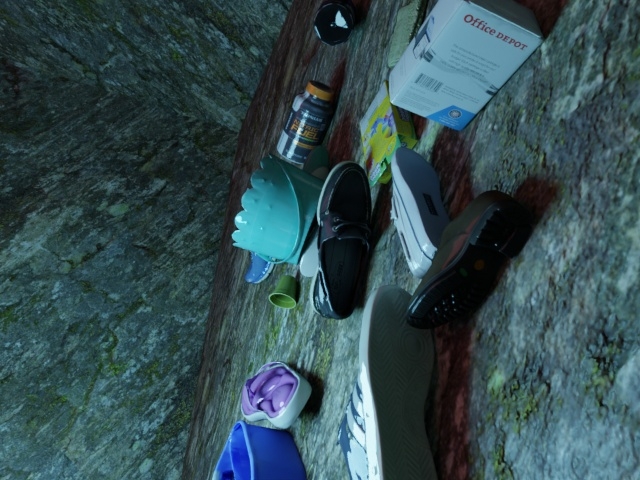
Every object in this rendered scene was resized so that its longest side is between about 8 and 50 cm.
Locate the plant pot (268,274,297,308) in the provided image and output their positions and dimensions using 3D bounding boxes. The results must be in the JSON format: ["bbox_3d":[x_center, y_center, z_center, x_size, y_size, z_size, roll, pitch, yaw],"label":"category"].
[{"bbox_3d":[-0.103,0.147,1.450,0.083,0.083,0.079,-51,20,51],"label":"plant pot"}]

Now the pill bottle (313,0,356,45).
[{"bbox_3d":[0.049,-0.692,1.518,0.219,0.122,0.123,-79,14,-55],"label":"pill bottle"}]

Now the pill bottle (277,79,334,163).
[{"bbox_3d":[-0.041,-0.379,1.559,0.131,0.130,0.246,-103,33,-54],"label":"pill bottle"}]

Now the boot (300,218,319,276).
[{"bbox_3d":[0.000,0.000,1.284,0.190,0.069,0.086,-62,15,15],"label":"boot"}]

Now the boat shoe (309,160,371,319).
[{"bbox_3d":[0.053,0.005,1.021,0.113,0.127,0.341,-155,78,-70],"label":"boat shoe"}]

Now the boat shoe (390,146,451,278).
[{"bbox_3d":[0.153,-0.054,0.823,0.084,0.095,0.258,-53,28,40],"label":"boat shoe"}]

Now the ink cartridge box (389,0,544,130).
[{"bbox_3d":[0.212,-0.277,0.746,0.191,0.139,0.082,128,152,-48],"label":"ink cartridge box"}]

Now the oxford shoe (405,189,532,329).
[{"bbox_3d":[0.194,0.030,0.681,0.227,0.082,0.096,-55,22,21],"label":"oxford shoe"}]

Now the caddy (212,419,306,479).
[{"bbox_3d":[-0.164,0.578,1.139,0.341,0.179,0.242,-147,71,-70],"label":"caddy"}]

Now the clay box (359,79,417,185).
[{"bbox_3d":[0.142,-0.223,1.043,0.127,0.053,0.222,124,152,-44],"label":"clay box"}]

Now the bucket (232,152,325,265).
[{"bbox_3d":[-0.102,-0.074,1.314,0.281,0.182,0.282,21,-90,-88],"label":"bucket"}]

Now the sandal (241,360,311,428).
[{"bbox_3d":[-0.137,0.374,1.256,0.169,0.102,0.416,-55,11,-26],"label":"sandal"}]

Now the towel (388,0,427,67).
[{"bbox_3d":[0.195,-0.476,1.116,0.110,0.027,0.148,-160,85,-70],"label":"towel"}]

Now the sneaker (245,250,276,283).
[{"bbox_3d":[-0.224,0.005,1.778,0.130,0.147,0.330,-115,42,-62],"label":"sneaker"}]

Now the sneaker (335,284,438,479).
[{"bbox_3d":[0.085,0.245,0.741,0.148,0.131,0.351,-38,42,54],"label":"sneaker"}]

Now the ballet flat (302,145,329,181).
[{"bbox_3d":[-0.022,-0.160,1.454,0.087,0.083,0.247,55,133,35],"label":"ballet flat"}]
